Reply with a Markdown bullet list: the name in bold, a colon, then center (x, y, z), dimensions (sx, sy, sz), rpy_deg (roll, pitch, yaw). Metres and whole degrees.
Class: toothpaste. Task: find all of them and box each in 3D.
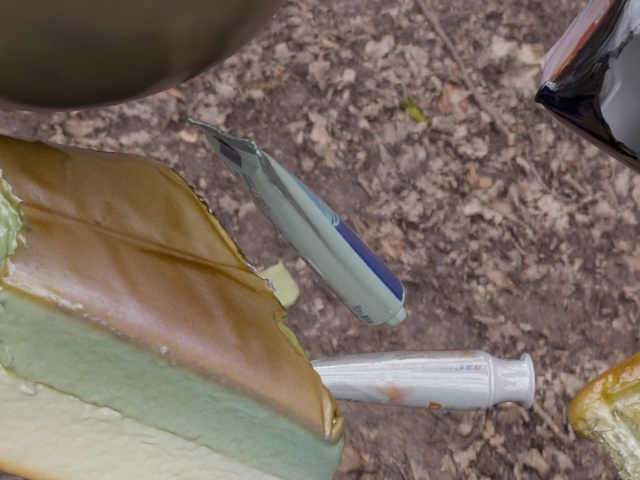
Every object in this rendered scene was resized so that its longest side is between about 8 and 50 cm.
- **toothpaste**: center (0.059, 0.145, 0.898), dimensions (0.323, 0.100, 0.066), rpy_deg (1, 85, -1)
- **toothpaste**: center (0.000, -0.001, 0.625), dimensions (0.047, 0.268, 0.069), rpy_deg (-31, 48, 13)

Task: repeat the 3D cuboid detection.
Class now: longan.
- **longan**: center (-0.121, -0.166, 0.415), dimensions (0.245, 0.215, 0.246), rpy_deg (3, 45, -3)

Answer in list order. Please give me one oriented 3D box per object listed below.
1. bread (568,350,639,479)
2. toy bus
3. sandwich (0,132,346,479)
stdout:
- **bread**: center (0.362, 0.144, 0.802), dimensions (0.245, 0.174, 0.121), rpy_deg (-35, 48, 20)
- **toy bus**: center (0.317, -0.087, 0.644), dimensions (0.302, 0.128, 0.147), rpy_deg (29, 28, -6)
- **sandwich**: center (-0.105, 0.057, 0.422), dimensions (0.108, 0.186, 0.220), rpy_deg (-47, 70, 20)
